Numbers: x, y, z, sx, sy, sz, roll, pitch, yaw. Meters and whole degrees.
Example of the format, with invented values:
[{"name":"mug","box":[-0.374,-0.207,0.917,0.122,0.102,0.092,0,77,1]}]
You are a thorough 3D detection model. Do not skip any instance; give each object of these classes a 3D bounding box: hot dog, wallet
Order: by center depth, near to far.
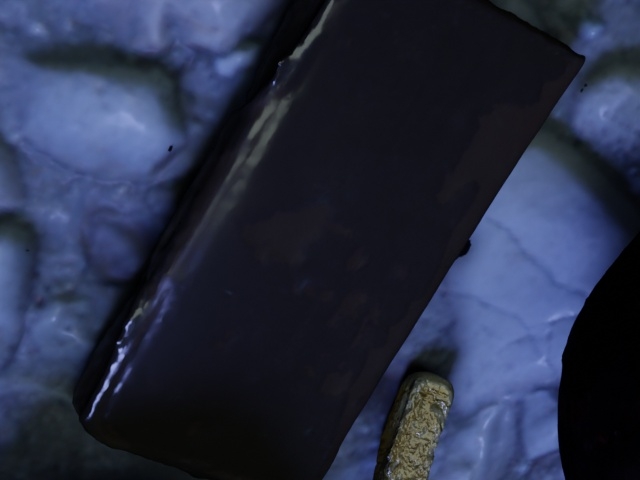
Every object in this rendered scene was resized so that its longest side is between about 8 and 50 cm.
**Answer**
[{"name":"wallet","box":[0.000,0.000,0.731,0.165,0.042,0.309,22,108,-28]},{"name":"hot dog","box":[0.052,0.120,0.814,0.030,0.034,0.090,16,91,-14]}]

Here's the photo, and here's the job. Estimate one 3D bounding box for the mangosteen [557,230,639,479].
[{"name":"mangosteen","box":[0.272,0.102,0.734,0.288,0.287,0.233,10,137,-22]}]
